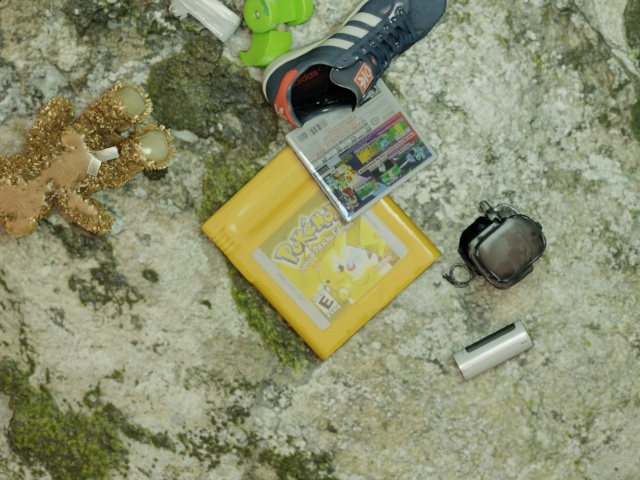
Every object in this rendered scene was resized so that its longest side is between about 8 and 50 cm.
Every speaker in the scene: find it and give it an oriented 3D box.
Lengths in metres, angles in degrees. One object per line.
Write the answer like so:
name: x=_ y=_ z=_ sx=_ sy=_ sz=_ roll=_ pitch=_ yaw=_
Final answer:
speaker: x=0.302 y=0.193 z=1.972 sx=0.136 sy=0.055 sz=0.055 roll=-28 pitch=94 yaw=6

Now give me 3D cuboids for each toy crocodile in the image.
toy crocodile: x=-0.093 y=-0.456 z=1.880 sx=0.105 sy=0.115 sz=0.341 roll=11 pitch=115 yaw=39

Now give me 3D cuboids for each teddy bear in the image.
teddy bear: x=-0.419 y=-0.136 z=1.960 sx=0.245 sy=0.113 sz=0.338 roll=43 pitch=89 yaw=-9

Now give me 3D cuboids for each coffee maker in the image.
coffee maker: x=0.293 y=0.025 z=1.891 sx=0.120 sy=0.178 sz=0.171 roll=28 pitch=97 yaw=1

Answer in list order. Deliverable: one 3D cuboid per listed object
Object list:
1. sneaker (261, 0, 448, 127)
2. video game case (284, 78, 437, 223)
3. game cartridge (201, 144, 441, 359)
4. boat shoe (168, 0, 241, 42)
sneaker: x=0.072 y=-0.300 z=1.863 sx=0.350 sy=0.148 sz=0.131 roll=-34 pitch=127 yaw=8
video game case: x=0.070 y=-0.159 z=1.926 sx=0.201 sy=0.023 sz=0.183 roll=-36 pitch=89 yaw=-13
game cartridge: x=0.000 y=0.000 z=1.968 sx=0.285 sy=0.053 sz=0.324 roll=-43 pitch=93 yaw=6
boat shoe: x=-0.226 y=-0.406 z=1.935 sx=0.184 sy=0.066 sz=0.063 roll=32 pitch=96 yaw=-10
